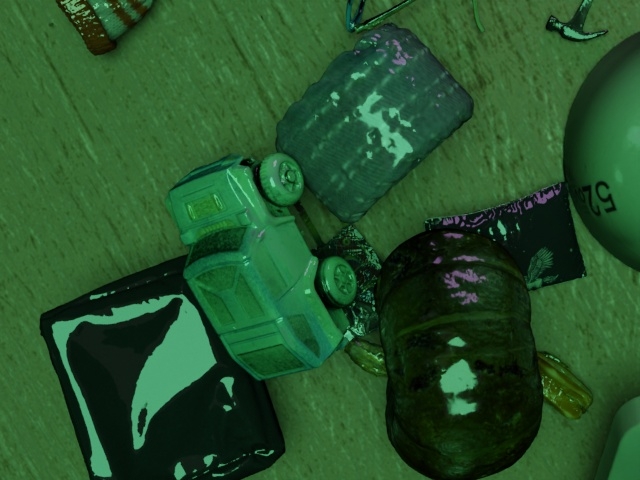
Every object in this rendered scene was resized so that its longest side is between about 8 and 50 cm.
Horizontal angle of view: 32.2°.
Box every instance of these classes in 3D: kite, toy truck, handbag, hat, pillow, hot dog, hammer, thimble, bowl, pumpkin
[{"bbox_3d":[0.000,0.000,1.513,0.152,0.015,0.285,-26,91,11],"label":"kite"},{"bbox_3d":[-0.075,0.030,1.375,0.155,0.156,0.279,-17,109,37],"label":"toy truck"},{"bbox_3d":[-0.218,0.190,1.471,0.275,0.178,0.302,-19,93,-10],"label":"handbag"},{"bbox_3d":[-0.264,-0.331,1.483,0.162,0.093,0.112,-30,117,0],"label":"hat"},{"bbox_3d":[0.244,0.014,1.460,0.208,0.055,0.141,-15,100,-10],"label":"pillow"},{"bbox_3d":[0.314,0.189,1.494,0.133,0.041,0.056,41,97,-6],"label":"hot dog"},{"bbox_3d":[0.373,-0.355,1.456,0.078,0.021,0.201,24,97,3],"label":"hammer"},{"bbox_3d":[0.063,-0.150,1.413,0.172,0.205,0.236,47,111,4],"label":"thimble"},{"bbox_3d":[0.490,-0.111,1.381,0.354,0.185,0.354,0,94,5],"label":"bowl"},{"bbox_3d":[0.148,0.168,1.361,0.242,0.232,0.325,-5,117,7],"label":"pumpkin"}]

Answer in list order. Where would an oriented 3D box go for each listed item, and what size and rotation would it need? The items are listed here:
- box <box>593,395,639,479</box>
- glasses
[{"bbox_3d":[0.522,0.383,1.409,0.367,0.090,0.373,11,120,5],"label":"box"},{"bbox_3d":[0.134,-0.364,1.461,0.207,0.102,0.239,21,95,-25],"label":"glasses"}]
